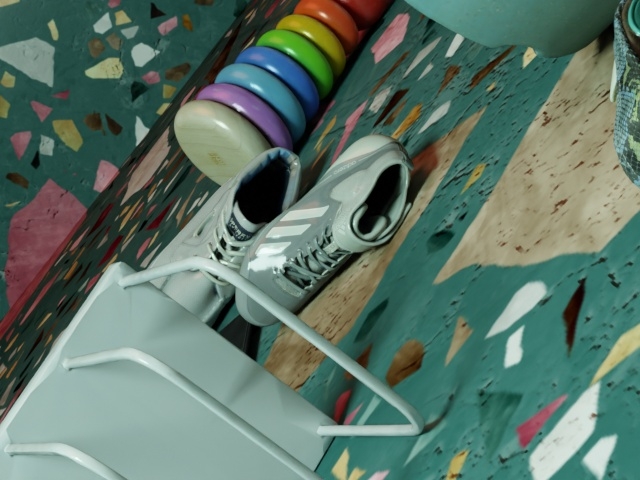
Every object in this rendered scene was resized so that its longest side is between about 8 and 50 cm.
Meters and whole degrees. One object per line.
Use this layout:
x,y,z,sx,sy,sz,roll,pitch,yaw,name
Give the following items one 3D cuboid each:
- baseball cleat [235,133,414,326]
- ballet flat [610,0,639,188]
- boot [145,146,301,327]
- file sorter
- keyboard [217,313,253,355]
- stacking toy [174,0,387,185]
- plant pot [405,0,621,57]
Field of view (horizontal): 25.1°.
0.000,0.000,1.199,0.206,0.072,0.109,-54,20,12,baseball cleat
0.189,-0.087,0.820,0.070,0.070,0.188,-45,13,30,ballet flat
-0.107,0.007,1.467,0.123,0.095,0.258,-46,13,54,boot
-0.099,0.172,0.847,0.278,0.193,0.173,-58,18,-20,file sorter
-0.099,0.134,1.293,0.108,0.023,0.180,-41,16,19,keyboard
-0.031,-0.214,1.732,0.330,0.141,0.141,-54,13,-25,stacking toy
0.179,-0.321,0.943,0.334,0.341,0.341,-52,11,41,plant pot
